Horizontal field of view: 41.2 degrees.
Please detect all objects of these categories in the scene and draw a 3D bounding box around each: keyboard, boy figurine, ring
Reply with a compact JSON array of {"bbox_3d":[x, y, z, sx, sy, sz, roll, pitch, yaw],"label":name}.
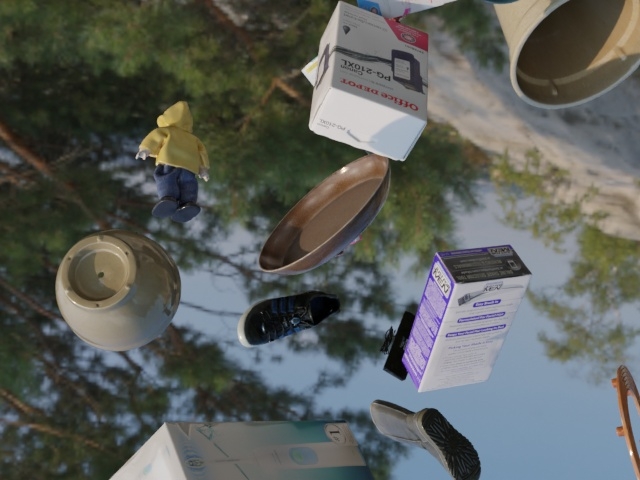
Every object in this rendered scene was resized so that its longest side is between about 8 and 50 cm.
[{"bbox_3d":[0.207,0.274,2.262,0.100,0.192,0.038,36,145,-14],"label":"keyboard"},{"bbox_3d":[-0.334,-0.190,1.922,0.177,0.285,0.092,11,150,-34],"label":"boy figurine"},{"bbox_3d":[0.733,0.458,1.982,0.032,0.336,0.337,-17,174,25],"label":"ring"}]

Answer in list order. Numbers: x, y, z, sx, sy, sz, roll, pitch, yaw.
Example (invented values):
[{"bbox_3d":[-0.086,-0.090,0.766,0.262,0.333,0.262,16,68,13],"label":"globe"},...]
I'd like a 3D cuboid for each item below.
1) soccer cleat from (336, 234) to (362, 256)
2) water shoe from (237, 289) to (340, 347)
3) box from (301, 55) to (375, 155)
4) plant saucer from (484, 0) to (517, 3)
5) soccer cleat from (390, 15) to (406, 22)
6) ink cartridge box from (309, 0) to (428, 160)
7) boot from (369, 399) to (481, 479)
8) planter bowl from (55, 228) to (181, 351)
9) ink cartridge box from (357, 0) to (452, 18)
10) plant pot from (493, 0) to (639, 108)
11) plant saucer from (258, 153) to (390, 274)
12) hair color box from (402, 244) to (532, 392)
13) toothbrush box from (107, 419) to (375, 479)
[{"bbox_3d":[0.000,0.000,1.911,0.109,0.116,0.318,-25,171,-27],"label":"soccer cleat"},{"bbox_3d":[-0.053,0.128,1.482,0.203,0.072,0.080,-22,-171,-40],"label":"water shoe"},{"bbox_3d":[0.077,-0.307,1.833,0.100,0.244,0.060,-31,-168,45],"label":"box"},{"bbox_3d":[0.335,-0.590,1.528,0.318,0.317,0.044,3,-160,-35],"label":"plant saucer"},{"bbox_3d":[0.152,-0.461,1.763,0.036,0.029,0.083,-9,-143,30],"label":"soccer cleat"},{"bbox_3d":[0.084,-0.267,1.417,0.172,0.237,0.100,17,139,-13],"label":"ink cartridge box"},{"bbox_3d":[0.196,0.387,1.639,0.076,0.189,0.208,-35,-175,-29],"label":"boot"},{"bbox_3d":[-0.269,0.053,1.093,0.162,0.162,0.109,7,163,5],"label":"planter bowl"},{"bbox_3d":[0.149,-0.450,1.465,0.181,0.104,0.061,-11,-145,14],"label":"ink cartridge box"},{"bbox_3d":[0.528,-0.519,1.901,0.334,0.333,0.305,5,-133,-26],"label":"plant pot"},{"bbox_3d":[0.016,-0.040,1.573,0.050,0.310,0.310,49,171,-17],"label":"plant saucer"},{"bbox_3d":[0.312,0.173,1.858,0.185,0.338,0.110,-5,-137,-20],"label":"hair color box"},{"bbox_3d":[-0.058,0.323,0.952,0.296,0.126,0.216,12,-140,-46],"label":"toothbrush box"}]
